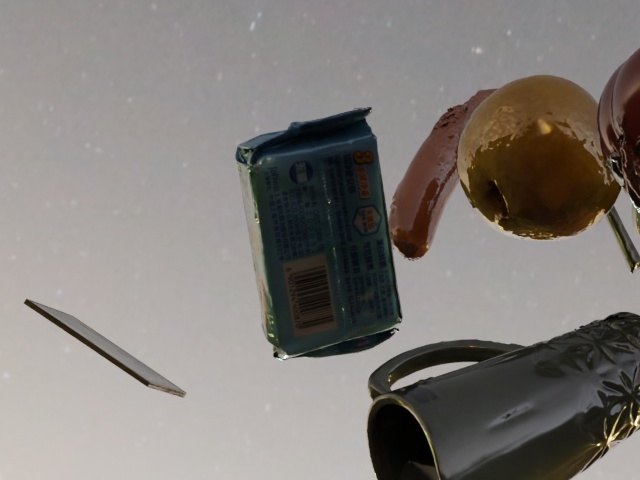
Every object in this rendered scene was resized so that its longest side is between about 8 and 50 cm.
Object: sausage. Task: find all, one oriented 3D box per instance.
[{"bbox_3d":[0.174,-0.105,1.618,0.087,0.326,0.079,33,-31,0],"label":"sausage"}]

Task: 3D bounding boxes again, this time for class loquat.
[{"bbox_3d":[0.271,-0.098,1.437,0.208,0.208,0.208,10,-36,7],"label":"loquat"}]

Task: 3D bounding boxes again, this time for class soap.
[{"bbox_3d":[0.000,0.000,1.274,0.156,0.077,0.293,-12,-69,-11],"label":"soap"}]

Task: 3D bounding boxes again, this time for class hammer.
[{"bbox_3d":[0.425,-0.085,1.795,0.027,0.297,0.125,-22,-20,-4],"label":"hammer"}]

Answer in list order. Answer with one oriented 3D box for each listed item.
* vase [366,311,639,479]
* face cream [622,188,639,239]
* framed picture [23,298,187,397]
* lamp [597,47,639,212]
[{"bbox_3d":[0.183,0.158,1.069,0.251,0.301,0.156,39,-39,44],"label":"vase"},{"bbox_3d":[0.495,-0.032,1.515,0.337,0.080,0.163,38,-57,23],"label":"face cream"},{"bbox_3d":[-0.272,0.138,1.482,0.201,0.010,0.136,30,-5,18],"label":"framed picture"},{"bbox_3d":[0.382,-0.101,1.145,0.227,0.226,0.227,10,-36,7],"label":"lamp"}]
